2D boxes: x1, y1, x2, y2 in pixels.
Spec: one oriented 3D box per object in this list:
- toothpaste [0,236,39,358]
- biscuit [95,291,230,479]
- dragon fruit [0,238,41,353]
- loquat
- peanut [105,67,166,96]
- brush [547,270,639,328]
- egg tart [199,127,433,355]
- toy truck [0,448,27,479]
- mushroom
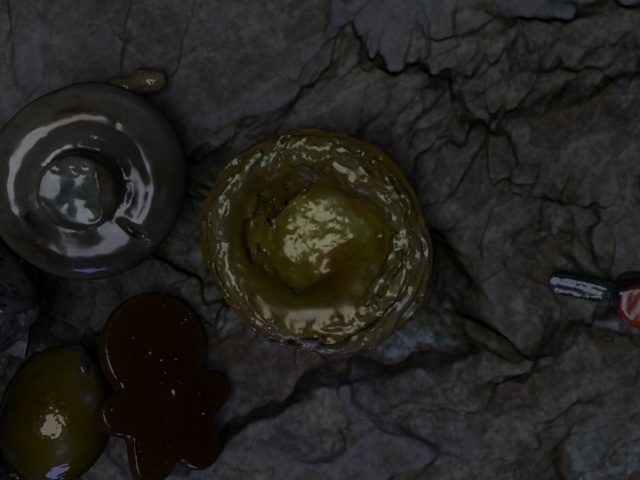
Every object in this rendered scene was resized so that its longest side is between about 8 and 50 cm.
[{"bbox_3d":[-0.414,0.014,1.513,0.099,0.068,0.282,27,112,32],"label":"toothpaste"},{"bbox_3d":[-0.200,0.182,1.471,0.180,0.039,0.236,-9,88,-29],"label":"biscuit"},{"bbox_3d":[-0.514,0.051,1.421,0.283,0.221,0.204,49,117,8],"label":"dragon fruit"},{"bbox_3d":[-0.333,0.218,1.485,0.152,0.152,0.195,30,100,3],"label":"loquat"},{"bbox_3d":[-0.230,-0.192,1.450,0.083,0.037,0.037,-11,98,10],"label":"peanut"},{"bbox_3d":[0.428,0.085,1.380,0.323,0.051,0.070,12,105,8],"label":"brush"},{"bbox_3d":[0.000,0.000,1.405,0.288,0.118,0.288,1,98,9],"label":"egg tart"},{"bbox_3d":[-0.521,0.276,1.532,0.162,0.161,0.385,-39,93,25],"label":"toy truck"},{"bbox_3d":[-0.274,-0.061,1.375,0.243,0.243,0.243,2,101,9],"label":"mushroom"}]
